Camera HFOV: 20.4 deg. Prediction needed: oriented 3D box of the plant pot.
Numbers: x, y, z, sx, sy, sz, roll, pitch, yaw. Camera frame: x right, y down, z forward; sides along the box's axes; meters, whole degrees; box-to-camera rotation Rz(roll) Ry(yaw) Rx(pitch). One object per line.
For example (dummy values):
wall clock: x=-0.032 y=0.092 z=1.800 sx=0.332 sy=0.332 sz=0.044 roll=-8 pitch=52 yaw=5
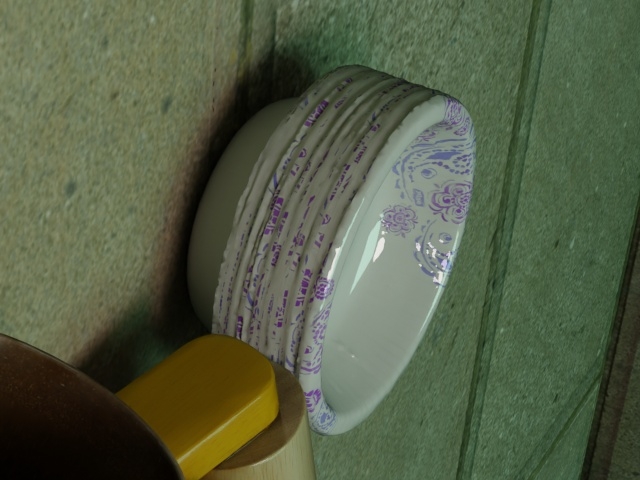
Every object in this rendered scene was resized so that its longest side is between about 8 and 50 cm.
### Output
plant pot: x=-0.220 y=0.197 z=1.002 sx=0.230 sy=0.215 sz=0.215 roll=-60 pitch=162 yaw=16

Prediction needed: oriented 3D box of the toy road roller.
toy road roller: x=-0.088 y=0.248 z=1.207 sx=0.329 sy=0.241 sz=0.202 roll=-38 pitch=140 yaw=-31

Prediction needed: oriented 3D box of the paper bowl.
paper bowl: x=0.000 y=0.000 z=1.407 sx=0.284 sy=0.148 sz=0.284 roll=-52 pitch=154 yaw=-39
